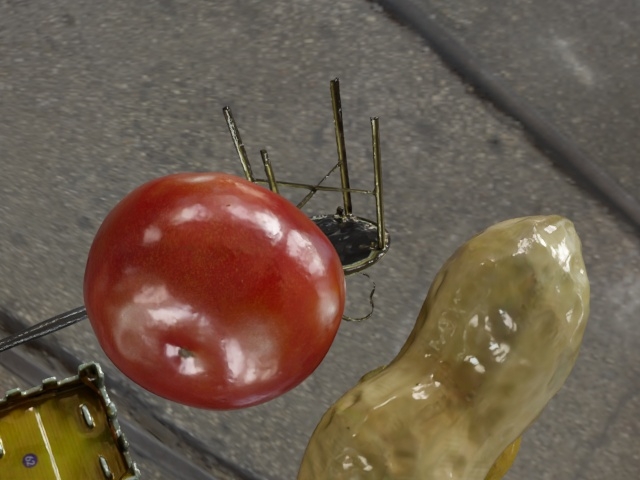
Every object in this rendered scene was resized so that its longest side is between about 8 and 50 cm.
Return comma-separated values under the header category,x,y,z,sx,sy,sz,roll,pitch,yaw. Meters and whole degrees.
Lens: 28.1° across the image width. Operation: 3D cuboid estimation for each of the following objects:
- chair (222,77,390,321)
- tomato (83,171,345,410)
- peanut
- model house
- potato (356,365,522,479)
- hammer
category,x,y,z,sx,sy,sz,roll,pitch,yaw
chair,0.000,0.000,1.409,0.160,0.170,0.325,-16,120,-15
tomato,-0.081,0.041,0.949,0.195,0.195,0.136,52,33,-21
peanut,0.070,0.097,0.739,0.101,0.117,0.263,38,91,12
model house,-0.352,0.301,1.670,0.198,0.215,0.224,-16,61,-22
potato,0.159,0.218,1.487,0.204,0.178,0.158,-13,63,-5
hammer,-0.293,0.089,1.530,0.246,0.103,0.029,-22,79,-13
